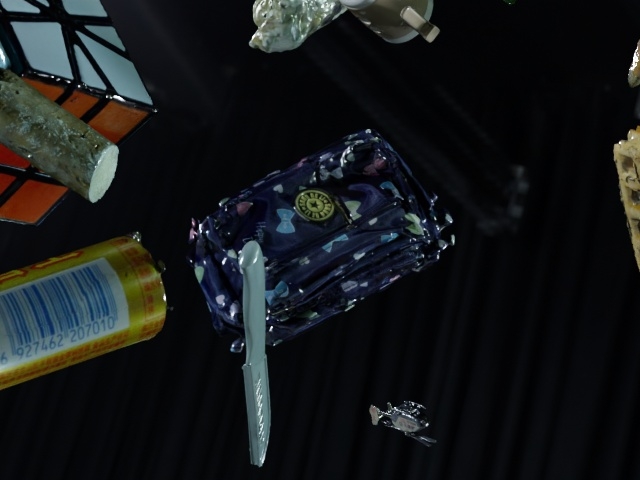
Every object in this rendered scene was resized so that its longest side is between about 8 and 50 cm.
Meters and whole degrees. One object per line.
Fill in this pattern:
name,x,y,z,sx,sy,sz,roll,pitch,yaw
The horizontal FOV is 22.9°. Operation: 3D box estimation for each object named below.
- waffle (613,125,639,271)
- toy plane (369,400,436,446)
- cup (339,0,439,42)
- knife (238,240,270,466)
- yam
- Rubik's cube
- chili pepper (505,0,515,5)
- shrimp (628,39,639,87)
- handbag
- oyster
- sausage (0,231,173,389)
waffle,0.594,-0.028,2.354,0.376,0.114,0.261,32,-40,65
toy plane,0.111,0.246,2.172,0.121,0.031,0.049,15,-60,44
cup,0.069,-0.252,1.684,0.074,0.102,0.099,-30,-33,23
knife,-0.048,0.084,1.149,0.015,0.028,0.210,7,-50,10
yam,-0.301,-0.116,1.708,0.179,0.078,0.078,35,-23,0
Rubik's cube,-0.447,-0.222,2.152,0.283,0.288,0.293,-38,-24,21
chili pepper,0.231,-0.302,1.692,0.118,0.035,0.055,-31,-87,30
shrimp,0.379,-0.242,1.730,0.042,0.190,0.101,29,-33,7
handbag,0.000,0.000,1.558,0.162,0.260,0.113,58,-20,16
oyster,0.006,-0.341,1.857,0.112,0.267,0.198,26,10,19
sausage,-0.320,0.091,1.632,0.317,0.117,0.125,-18,-31,-30
